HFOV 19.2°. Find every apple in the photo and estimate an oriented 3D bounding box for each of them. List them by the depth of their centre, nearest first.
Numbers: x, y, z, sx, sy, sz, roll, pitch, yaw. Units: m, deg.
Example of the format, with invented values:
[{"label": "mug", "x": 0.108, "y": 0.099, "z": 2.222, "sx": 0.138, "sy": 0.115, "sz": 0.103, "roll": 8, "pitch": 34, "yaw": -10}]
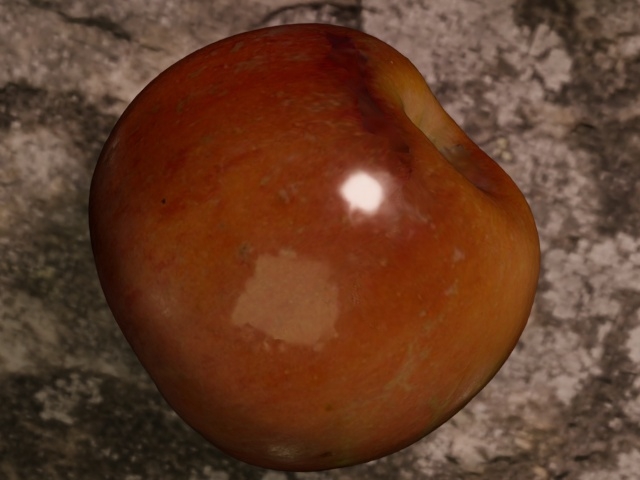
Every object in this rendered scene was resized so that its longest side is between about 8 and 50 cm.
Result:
[{"label": "apple", "x": 0.000, "y": 0.000, "z": 1.070, "sx": 0.253, "sy": 0.253, "sz": 0.253, "roll": 3, "pitch": 116, "yaw": 7}]
